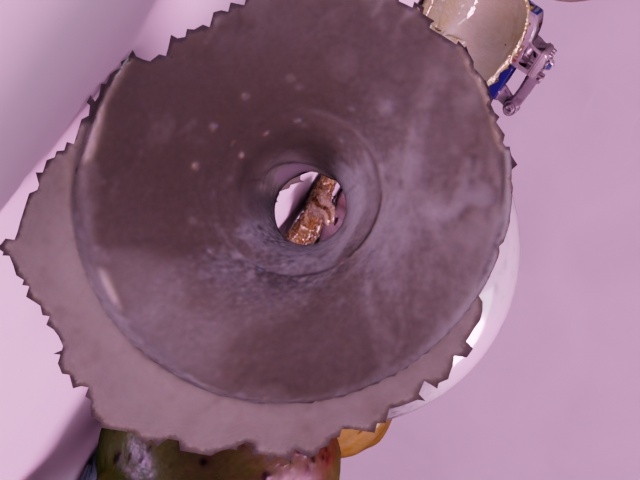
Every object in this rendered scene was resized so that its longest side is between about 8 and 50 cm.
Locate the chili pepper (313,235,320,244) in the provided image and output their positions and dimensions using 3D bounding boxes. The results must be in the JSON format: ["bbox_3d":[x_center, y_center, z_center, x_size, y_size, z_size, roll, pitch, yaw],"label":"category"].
[{"bbox_3d":[-0.001,0.000,1.491,0.083,0.017,0.030,-62,171,28],"label":"chili pepper"}]

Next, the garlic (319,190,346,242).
[{"bbox_3d":[0.114,-0.009,1.456,0.207,0.256,0.207,-40,-137,50],"label":"garlic"}]

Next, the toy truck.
[{"bbox_3d":[0.339,-0.344,1.610,0.213,0.177,0.161,-59,173,35],"label":"toy truck"}]

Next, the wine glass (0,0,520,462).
[{"bbox_3d":[0.003,0.002,0.511,0.238,0.238,0.323,-56,166,-3],"label":"wine glass"}]

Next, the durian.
[{"bbox_3d":[0.167,-0.263,1.028,0.139,0.144,0.252,-8,141,-53],"label":"durian"}]

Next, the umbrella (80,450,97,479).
[{"bbox_3d":[-0.251,0.306,0.913,0.250,0.052,0.053,-60,174,25],"label":"umbrella"}]

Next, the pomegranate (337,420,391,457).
[{"bbox_3d":[0.017,0.305,1.881,0.332,0.332,0.332,-55,174,-8],"label":"pomegranate"}]

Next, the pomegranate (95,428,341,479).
[{"bbox_3d":[-0.119,0.234,0.769,0.306,0.242,0.242,-45,170,-29],"label":"pomegranate"}]

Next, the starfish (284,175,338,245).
[{"bbox_3d":[-0.025,-0.009,1.095,0.295,0.048,0.231,-57,-175,26],"label":"starfish"}]
